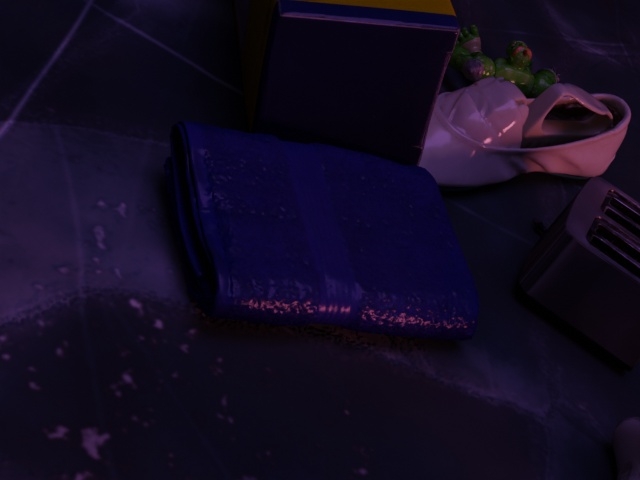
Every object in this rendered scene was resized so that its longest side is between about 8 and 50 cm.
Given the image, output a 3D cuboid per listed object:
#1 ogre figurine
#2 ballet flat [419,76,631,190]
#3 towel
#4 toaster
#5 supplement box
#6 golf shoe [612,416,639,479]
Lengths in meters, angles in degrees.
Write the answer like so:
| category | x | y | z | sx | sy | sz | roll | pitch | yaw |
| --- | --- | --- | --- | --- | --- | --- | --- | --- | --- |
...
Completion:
| category | x | y | z | sx | sy | sz | roll | pitch | yaw |
| --- | --- | --- | --- | --- | --- | --- | --- | --- | --- |
| ogre figurine | 0.252 | -0.233 | 1.556 | 0.197 | 0.097 | 0.118 | 33 | 15 | -24 |
| ballet flat | 0.243 | -0.147 | 1.412 | 0.400 | 0.139 | 0.139 | -4 | 49 | -38 |
| towel | 0.000 | 0.000 | 1.125 | 0.308 | 0.076 | 0.228 | 8 | 50 | -29 |
| toaster | 0.322 | 0.030 | 1.280 | 0.185 | 0.110 | 0.168 | 36 | 36 | 6 |
| supplement box | 0.014 | -0.269 | 1.302 | 0.195 | 0.194 | 0.357 | 3 | 43 | -12 |
| golf shoe | 0.302 | 0.239 | 1.065 | 0.086 | 0.069 | 0.176 | 7 | 41 | -20 |
